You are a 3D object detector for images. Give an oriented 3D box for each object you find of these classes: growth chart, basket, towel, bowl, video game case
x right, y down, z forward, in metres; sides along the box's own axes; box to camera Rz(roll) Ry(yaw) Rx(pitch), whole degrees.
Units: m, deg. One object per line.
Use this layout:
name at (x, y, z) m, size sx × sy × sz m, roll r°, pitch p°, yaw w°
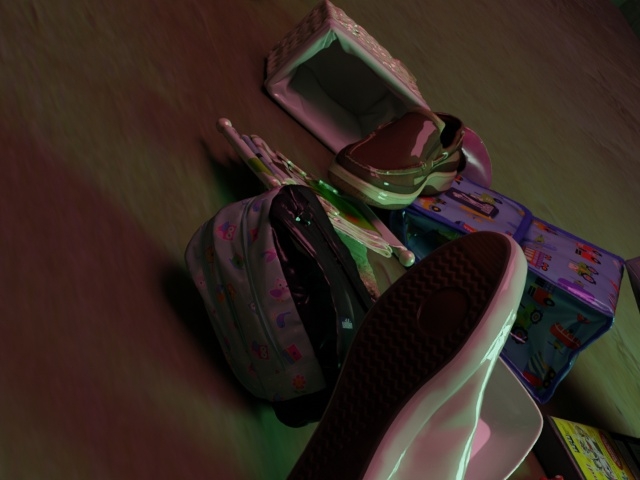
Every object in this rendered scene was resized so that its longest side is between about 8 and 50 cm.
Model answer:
growth chart at (-0.006, -0.048, 1.505) m, size 0.237 × 0.021 × 0.172 m, roll 27°, pitch 15°, yaw -46°
basket at (0.028, -0.180, 1.744) m, size 0.167 × 0.113 × 0.103 m, roll 39°, pitch 22°, yaw -26°
towel at (0.000, 0.000, 1.508) m, size 0.148 × 0.027 × 0.110 m, roll 32°, pitch 28°, yaw -38°
bowl at (0.117, 0.159, 1.380) m, size 0.142 × 0.053 × 0.142 m, roll 50°, pitch 55°, yaw -2°
video game case at (0.351, 0.323, 1.651) m, size 0.248 × 0.035 × 0.275 m, roll 20°, pitch 37°, yaw -52°

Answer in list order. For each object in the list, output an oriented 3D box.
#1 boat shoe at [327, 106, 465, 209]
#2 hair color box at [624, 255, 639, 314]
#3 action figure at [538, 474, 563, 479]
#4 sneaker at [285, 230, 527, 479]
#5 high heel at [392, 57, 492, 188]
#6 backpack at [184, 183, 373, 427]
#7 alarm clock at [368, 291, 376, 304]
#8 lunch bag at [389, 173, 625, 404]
boat shoe at (0.087, -0.100, 1.623) m, size 0.095 × 0.095 × 0.257 m, roll 30°, pitch 18°, yaw 15°
hair color box at (0.463, 0.198, 1.743) m, size 0.185 × 0.113 × 0.374 m, roll -74°, pitch 145°, yaw -78°
action figure at (0.229, 0.260, 1.528) m, size 0.038 × 0.030 × 0.115 m, roll 45°, pitch 19°, yaw 3°
sneaker at (0.076, 0.130, 1.156) m, size 0.106 × 0.290 × 0.123 m, roll 25°, pitch -11°, yaw 48°
high heel at (0.133, -0.113, 1.922) m, size 0.244 × 0.082 × 0.117 m, roll 50°, pitch 46°, yaw -36°
backpack at (-0.026, 0.049, 1.237) m, size 0.182 × 0.115 × 0.152 m, roll 65°, pitch 18°, yaw -8°
alarm clock at (0.117, 0.130, 1.482) m, size 0.129 × 0.064 × 0.192 m, roll 18°, pitch 41°, yaw -54°
lunch bag at (0.191, 0.018, 1.760) m, size 0.293 × 0.138 × 0.221 m, roll 37°, pitch 21°, yaw 1°
